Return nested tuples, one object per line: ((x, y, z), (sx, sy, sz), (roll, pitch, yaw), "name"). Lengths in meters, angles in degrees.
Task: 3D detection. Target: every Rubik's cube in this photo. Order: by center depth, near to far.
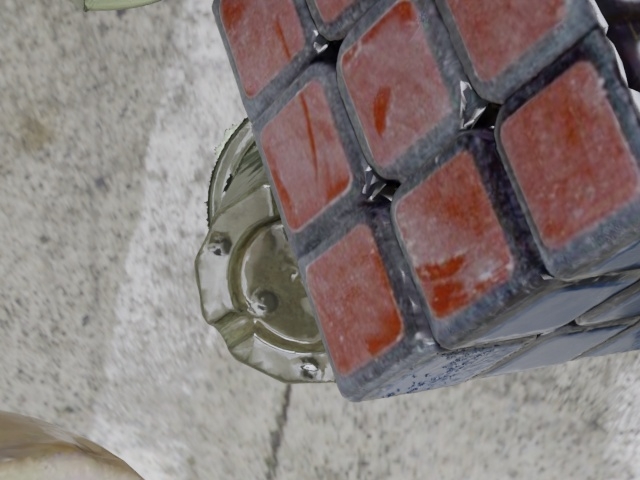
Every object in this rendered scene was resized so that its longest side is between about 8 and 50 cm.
((0.157, -0.100, 0.903), (0.301, 0.305, 0.304), (-6, 71, -38), "Rubik's cube")

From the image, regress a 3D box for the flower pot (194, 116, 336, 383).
((0.000, 0.000, 1.347), (0.290, 0.259, 0.290), (3, 106, 11), "flower pot")

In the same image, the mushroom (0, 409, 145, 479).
((-0.200, 0.137, 0.696), (0.236, 0.173, 0.162), (-9, 32, -40), "mushroom")

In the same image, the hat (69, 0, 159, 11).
((-0.133, -0.195, 0.850), (0.166, 0.122, 0.081), (-21, 59, -39), "hat")
